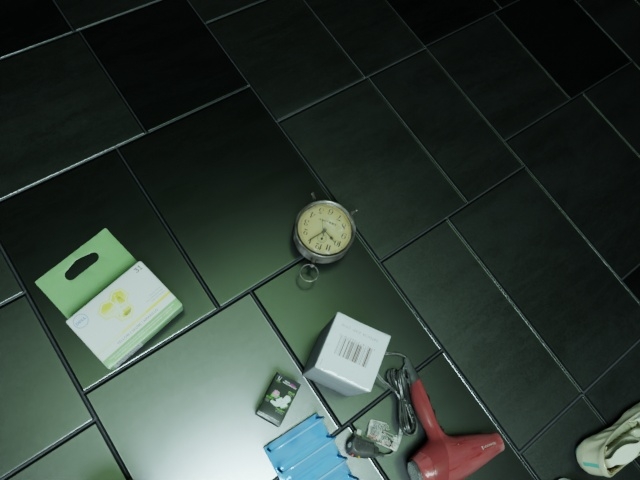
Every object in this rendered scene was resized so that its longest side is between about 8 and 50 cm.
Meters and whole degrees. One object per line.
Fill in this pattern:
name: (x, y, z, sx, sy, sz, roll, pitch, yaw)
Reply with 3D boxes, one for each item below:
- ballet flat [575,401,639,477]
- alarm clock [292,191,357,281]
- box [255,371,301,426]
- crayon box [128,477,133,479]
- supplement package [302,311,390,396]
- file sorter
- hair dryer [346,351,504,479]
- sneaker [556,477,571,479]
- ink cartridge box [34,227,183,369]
ballet flat: (0.631, 0.398, 0.999, 0.248, 0.086, 0.086, -24, 76, -18)
alarm clock: (0.000, 0.000, 1.042, 0.129, 0.064, 0.192, 21, 65, -2)
box: (-0.079, 0.294, 0.919, 0.052, 0.062, 0.083, 29, 68, 3)
crayon box: (-0.247, 0.525, 0.728, 0.083, 0.203, 0.323, -34, 79, -19)
supplement package: (0.042, 0.213, 0.908, 0.105, 0.179, 0.105, 24, 68, -1)
file sorter: (-0.005, 0.408, 0.869, 0.118, 0.104, 0.170, -27, 76, -19)
hair dryer: (0.211, 0.351, 0.942, 0.293, 0.080, 0.224, 24, 67, -1)
sneaker: (0.542, 0.546, 0.914, 0.078, 0.106, 0.234, -40, 81, -20)
ink cartridge box: (-0.403, 0.101, 0.939, 0.235, 0.056, 0.171, 45, 70, 5)
